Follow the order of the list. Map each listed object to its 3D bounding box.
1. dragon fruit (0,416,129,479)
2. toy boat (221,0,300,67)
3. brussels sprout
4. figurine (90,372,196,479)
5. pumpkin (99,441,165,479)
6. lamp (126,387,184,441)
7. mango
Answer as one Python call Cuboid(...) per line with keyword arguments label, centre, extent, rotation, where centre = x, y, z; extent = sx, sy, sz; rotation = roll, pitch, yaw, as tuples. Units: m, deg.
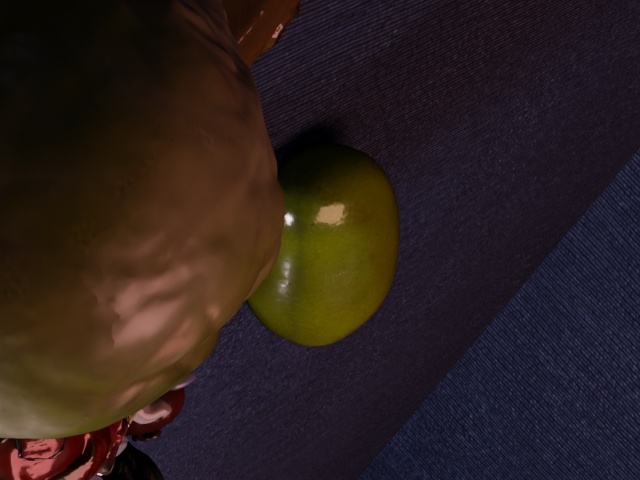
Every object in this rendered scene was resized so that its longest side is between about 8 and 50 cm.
Cuboid(label="dragon fruit", centre=(-0.266, 0.141, 1.526), extent=(0.274, 0.192, 0.193), rotation=(-18, 148, -55))
Cuboid(label="toy boat", centre=(-0.135, -0.094, 1.372), extent=(0.321, 0.089, 0.121), rotation=(-42, 173, -7))
Cuboid(label="brussels sprout", centre=(-0.156, -0.029, 1.092), extent=(0.316, 0.274, 0.243), rotation=(-38, 146, -22))
Cuboid(label="figurine", centre=(-0.220, 0.157, 1.877), extent=(0.208, 0.128, 0.184), rotation=(-44, 168, -33))
Cuboid(label="pumpkin", centre=(-0.273, 0.309, 2.019), extent=(0.250, 0.216, 0.250), rotation=(-6, 155, -3))
Cuboid(label="lamp", centre=(-0.193, 0.167, 2.055), extent=(0.101, 0.090, 0.101), rotation=(-8, -174, 1))
Cuboid(label="mango", centre=(0.000, 0.000, 1.988), extent=(0.175, 0.143, 0.293), rotation=(-32, 154, -18))
